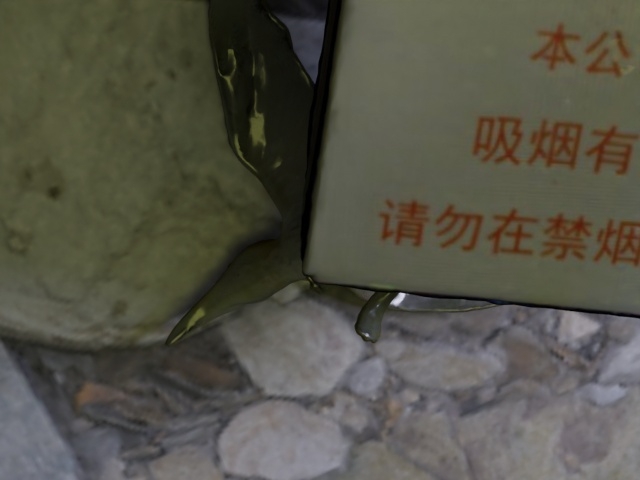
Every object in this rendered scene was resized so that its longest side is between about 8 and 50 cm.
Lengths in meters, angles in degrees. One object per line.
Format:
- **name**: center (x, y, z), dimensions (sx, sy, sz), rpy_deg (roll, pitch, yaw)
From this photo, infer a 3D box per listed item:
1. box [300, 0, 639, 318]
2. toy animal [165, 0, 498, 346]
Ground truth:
- **box**: center (0.109, -0.127, 0.379), dimensions (0.198, 0.084, 0.310), rpy_deg (7, 116, -2)
- **toy animal**: center (0.000, 0.000, 0.520), dimensions (0.155, 0.095, 0.219), rpy_deg (-41, 114, -3)
